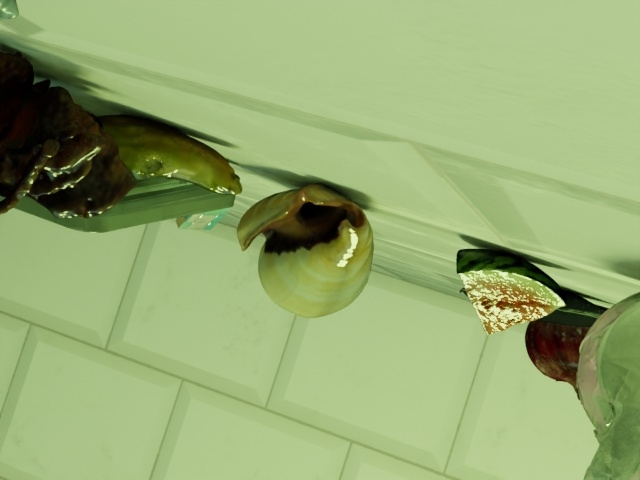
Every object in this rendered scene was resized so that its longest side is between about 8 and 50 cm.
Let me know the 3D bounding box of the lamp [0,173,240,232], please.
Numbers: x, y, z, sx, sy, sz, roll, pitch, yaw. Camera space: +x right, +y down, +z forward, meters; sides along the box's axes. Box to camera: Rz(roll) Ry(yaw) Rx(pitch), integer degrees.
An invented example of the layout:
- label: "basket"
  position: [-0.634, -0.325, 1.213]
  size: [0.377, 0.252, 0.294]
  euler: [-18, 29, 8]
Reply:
- label: "lamp"
  position: [-0.258, -0.074, 1.144]
  size: [0.269, 0.047, 0.266]
  euler: [18, -163, 24]

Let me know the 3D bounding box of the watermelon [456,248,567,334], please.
- label: "watermelon"
  position: [0.200, 0.060, 1.218]
  size: [0.125, 0.094, 0.135]
  euler: [10, -177, -4]

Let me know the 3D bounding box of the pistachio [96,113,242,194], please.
- label: "pistachio"
  position: [-0.152, -0.086, 1.018]
  size: [0.173, 0.049, 0.089]
  euler: [16, -160, 5]

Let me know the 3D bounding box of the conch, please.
- label: "conch"
  position: [0.007, -0.007, 1.190]
  size: [0.158, 0.127, 0.255]
  euler: [47, 151, -3]

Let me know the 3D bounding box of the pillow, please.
- label: "pillow"
  position: [0.298, 0.087, 1.529]
  size: [0.141, 0.055, 0.208]
  euler: [12, 180, -22]

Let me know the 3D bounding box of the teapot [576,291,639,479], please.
- label: "teapot"
  position: [0.284, 0.135, 0.961]
  size: [0.163, 0.221, 0.178]
  euler: [55, -173, 21]

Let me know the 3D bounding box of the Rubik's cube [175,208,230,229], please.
- label: "Rubik's cube"
  position: [-0.179, -0.061, 1.553]
  size: [0.084, 0.075, 0.073]
  euler: [21, -139, -57]

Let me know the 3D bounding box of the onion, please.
- label: "onion"
  position: [0.392, 0.160, 1.616]
  size: [0.206, 0.151, 0.098]
  euler: [-3, 152, 32]

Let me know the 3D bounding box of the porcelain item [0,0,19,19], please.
- label: "porcelain item"
  position: [-0.183, -0.128, 0.575]
  size: [0.036, 0.028, 0.083]
  euler: [0, -175, -28]

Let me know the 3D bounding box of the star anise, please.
- label: "star anise"
  position: [-0.257, -0.086, 0.895]
  size: [0.190, 0.126, 0.220]
  euler: [42, 180, 14]
